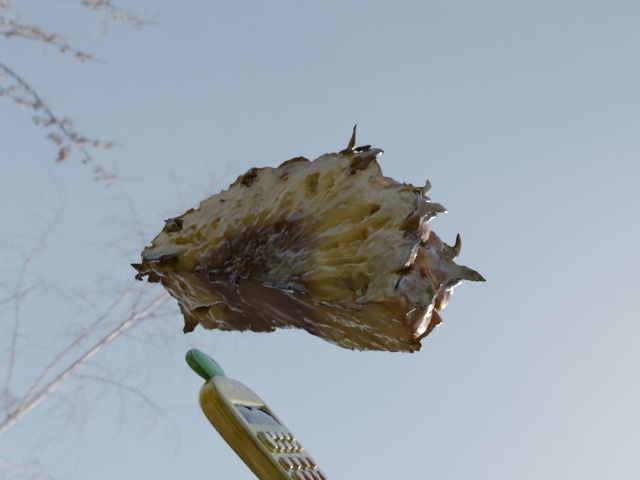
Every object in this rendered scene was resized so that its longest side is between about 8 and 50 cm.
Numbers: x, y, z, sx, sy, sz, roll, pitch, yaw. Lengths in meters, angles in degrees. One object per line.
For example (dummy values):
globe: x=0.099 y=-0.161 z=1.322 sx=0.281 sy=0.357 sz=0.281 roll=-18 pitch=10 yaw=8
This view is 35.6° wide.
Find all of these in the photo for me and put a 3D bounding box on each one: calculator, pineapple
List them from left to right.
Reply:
calculator: x=-0.053 y=0.195 z=0.961 sx=0.032 sy=0.146 sz=0.235 roll=-45 pitch=-109 yaw=2
pineapple: x=-0.001 y=-0.001 z=0.626 sx=0.233 sy=0.135 sz=0.079 roll=3 pitch=-39 yaw=40
